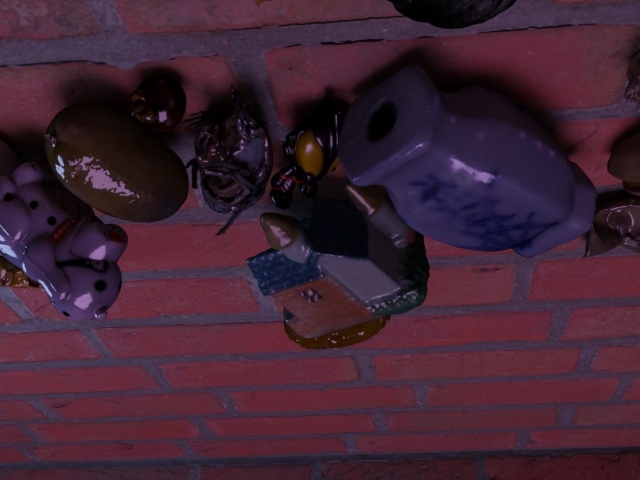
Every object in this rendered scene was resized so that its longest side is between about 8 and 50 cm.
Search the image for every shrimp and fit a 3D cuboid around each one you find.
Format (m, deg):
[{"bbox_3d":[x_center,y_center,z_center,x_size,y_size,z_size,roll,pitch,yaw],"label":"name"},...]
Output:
[{"bbox_3d":[-0.131,-0.107,1.380,0.137,0.172,0.372,-21,166,-2],"label":"shrimp"}]

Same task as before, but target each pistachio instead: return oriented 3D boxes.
[{"bbox_3d":[0.533,-0.127,1.418,0.124,0.124,0.185,18,163,-30],"label":"pistachio"}]

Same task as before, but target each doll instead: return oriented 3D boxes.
[{"bbox_3d":[-0.008,-0.134,1.430,0.088,0.127,0.248,36,144,3],"label":"doll"}]

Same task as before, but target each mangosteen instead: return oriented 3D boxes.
[{"bbox_3d":[-0.233,-0.200,1.315,0.081,0.081,0.081,0,151,0],"label":"mangosteen"}]

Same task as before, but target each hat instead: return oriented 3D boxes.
[{"bbox_3d":[0.550,-0.025,1.666,0.166,0.144,0.173,-2,-165,1],"label":"hat"}]

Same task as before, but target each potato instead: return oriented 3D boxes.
[{"bbox_3d":[-0.310,-0.119,1.365,0.174,0.159,0.251,5,167,40],"label":"potato"}]

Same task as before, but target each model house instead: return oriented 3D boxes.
[{"bbox_3d":[0.000,0.000,1.572,0.267,0.194,0.325,-18,144,28],"label":"model house"}]

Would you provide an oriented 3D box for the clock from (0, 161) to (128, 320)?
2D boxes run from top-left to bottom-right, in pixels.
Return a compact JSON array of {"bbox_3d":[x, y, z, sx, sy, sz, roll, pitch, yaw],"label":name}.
[{"bbox_3d":[-0.395,0.017,1.415,0.189,0.254,0.189,-33,151,-21],"label":"clock"}]

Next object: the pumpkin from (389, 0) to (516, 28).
[{"bbox_3d":[0.130,-0.328,0.933,0.220,0.220,0.162,18,161,-30],"label":"pumpkin"}]

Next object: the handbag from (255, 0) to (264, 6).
[{"bbox_3d":[-0.050,-0.327,1.133,0.083,0.027,0.061,-8,150,14],"label":"handbag"}]

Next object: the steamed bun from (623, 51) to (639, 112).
[{"bbox_3d":[0.535,-0.222,1.178,0.200,0.170,0.225,11,149,-9],"label":"steamed bun"}]

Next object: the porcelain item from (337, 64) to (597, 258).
[{"bbox_3d":[0.233,-0.108,1.380,0.405,0.178,0.242,20,145,-37],"label":"porcelain item"}]

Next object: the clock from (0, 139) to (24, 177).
[{"bbox_3d":[-0.644,-0.069,1.528,0.324,0.108,0.265,-2,152,5],"label":"clock"}]

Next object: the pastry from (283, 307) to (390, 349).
[{"bbox_3d":[0.037,0.136,1.875,0.235,0.132,0.240,3,152,-2],"label":"pastry"}]

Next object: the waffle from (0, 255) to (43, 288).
[{"bbox_3d":[-0.522,0.059,1.688,0.309,0.065,0.283,0,180,-36],"label":"waffle"}]
